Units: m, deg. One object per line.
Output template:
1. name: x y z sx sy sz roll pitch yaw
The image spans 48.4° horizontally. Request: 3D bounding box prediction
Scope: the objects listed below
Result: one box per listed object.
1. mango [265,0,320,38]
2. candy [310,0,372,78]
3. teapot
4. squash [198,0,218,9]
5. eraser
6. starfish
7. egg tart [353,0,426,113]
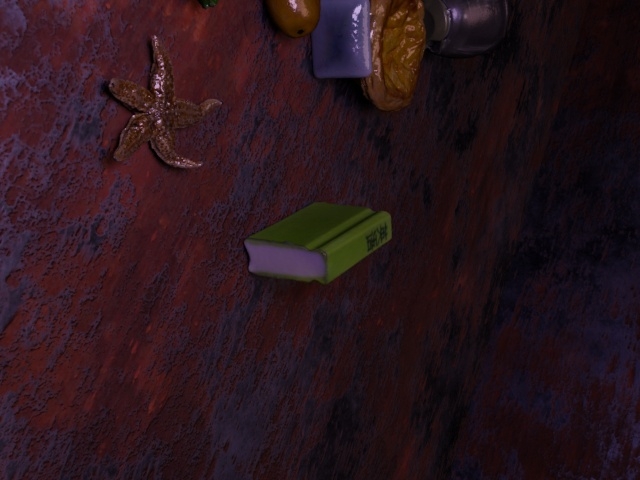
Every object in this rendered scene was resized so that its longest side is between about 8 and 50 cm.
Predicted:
1. mango: -0.056 -0.520 1.427 0.136 0.099 0.227 0 89 -52
2. candy: 0.044 -0.444 1.560 0.071 0.138 0.174 -44 134 -63
3. teapot: 0.344 -0.638 1.892 0.239 0.240 0.321 -23 122 -38
4. squash: -0.239 -0.564 1.126 0.107 0.107 0.395 -51 135 -38
5. eraser: 0.000 0.000 1.532 0.274 0.210 0.092 -32 123 -52
6. starfish: -0.269 -0.220 1.201 0.277 0.062 0.235 -39 128 -44
7. egg tart: 0.152 -0.471 1.727 0.341 0.129 0.341 -18 112 -56
